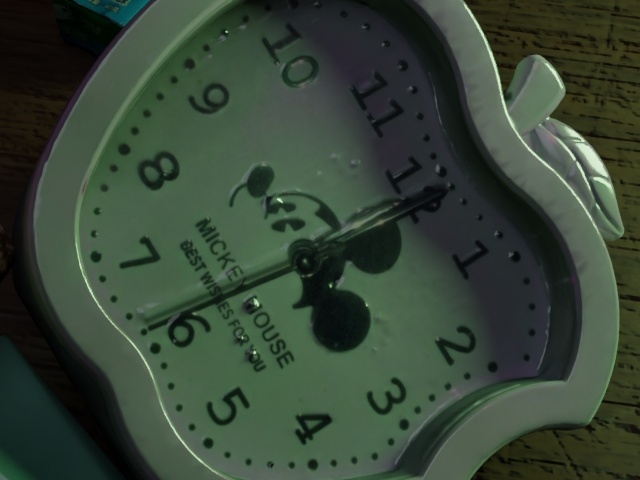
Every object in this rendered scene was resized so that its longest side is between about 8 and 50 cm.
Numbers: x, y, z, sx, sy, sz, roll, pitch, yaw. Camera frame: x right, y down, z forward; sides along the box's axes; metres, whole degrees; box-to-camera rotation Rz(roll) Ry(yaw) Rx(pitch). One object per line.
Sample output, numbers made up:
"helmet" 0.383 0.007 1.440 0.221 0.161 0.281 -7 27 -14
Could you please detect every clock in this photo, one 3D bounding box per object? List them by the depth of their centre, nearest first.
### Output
"clock" 0.000 0.000 0.889 0.338 0.102 0.338 3 81 -17

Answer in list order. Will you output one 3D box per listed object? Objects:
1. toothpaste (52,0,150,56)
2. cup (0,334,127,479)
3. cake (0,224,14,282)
"toothpaste" -0.085 -0.232 1.132 0.065 0.050 0.267 28 61 18
"cup" -0.138 0.181 0.829 0.235 0.134 0.148 43 38 17
"cake" -0.291 0.042 0.808 0.246 0.112 0.135 -20 35 23
